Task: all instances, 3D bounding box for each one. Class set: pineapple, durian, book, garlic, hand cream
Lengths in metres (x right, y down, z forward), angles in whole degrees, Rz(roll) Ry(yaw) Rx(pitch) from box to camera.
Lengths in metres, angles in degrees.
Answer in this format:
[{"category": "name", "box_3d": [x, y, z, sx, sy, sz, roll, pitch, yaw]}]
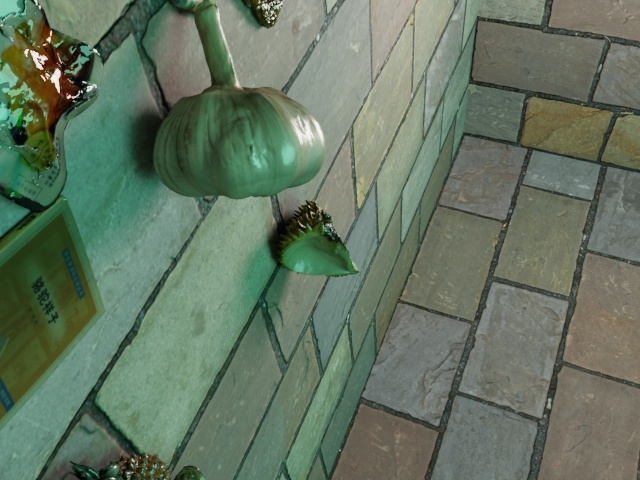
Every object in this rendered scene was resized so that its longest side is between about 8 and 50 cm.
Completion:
[{"category": "pineapple", "box_3d": [-0.257, 0.323, 0.826, 0.103, 0.083, 0.221, -69, 162, -5]}, {"category": "durian", "box_3d": [0.000, 0.000, 1.257, 0.252, 0.139, 0.144, 75, 31, -59]}, {"category": "book", "box_3d": [-0.295, 0.091, 0.606, 0.241, 0.018, 0.170, -58, 156, -43]}, {"category": "garlic", "box_3d": [-0.098, -0.164, 0.763, 0.199, 0.199, 0.225, -32, 118, -66]}, {"category": "hand cream", "box_3d": [-0.145, -0.274, 0.757, 0.102, 0.022, 0.035, -38, 141, -71]}]

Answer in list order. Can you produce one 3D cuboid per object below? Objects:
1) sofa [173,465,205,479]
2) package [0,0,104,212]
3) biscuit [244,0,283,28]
[{"category": "sofa", "box_3d": [-0.188, 0.484, 0.942, 0.258, 0.182, 0.200, -59, 176, -39]}, {"category": "package", "box_3d": [-0.252, -0.123, 0.518, 0.232, 0.040, 0.166, 53, 55, -68]}, {"category": "biscuit", "box_3d": [-0.083, -0.380, 0.841, 0.237, 0.026, 0.131, 29, 76, -74]}]
